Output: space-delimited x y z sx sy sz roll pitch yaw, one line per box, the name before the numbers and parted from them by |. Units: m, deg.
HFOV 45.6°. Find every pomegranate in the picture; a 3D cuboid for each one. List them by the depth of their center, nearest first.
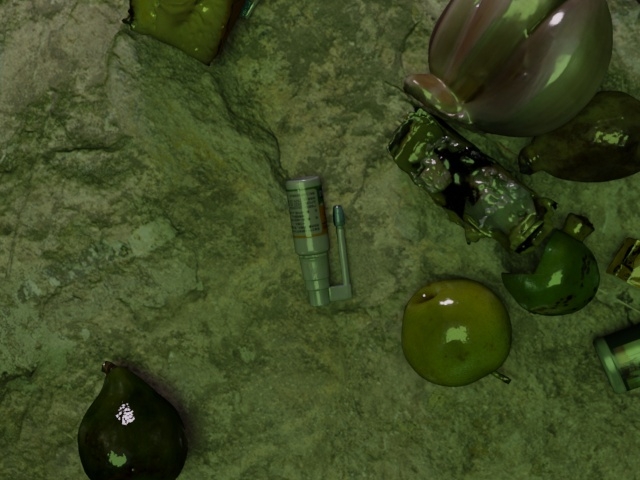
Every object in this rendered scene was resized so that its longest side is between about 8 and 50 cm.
pomegranate | 0.377 0.049 1.185 0.169 0.143 0.122 -40 60 5

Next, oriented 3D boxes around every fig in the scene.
fig | -0.342 0.329 1.360 0.196 0.195 0.244 -15 76 13

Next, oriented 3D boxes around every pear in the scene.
pear | 0.231 0.166 1.236 0.180 0.166 0.216 -38 113 2

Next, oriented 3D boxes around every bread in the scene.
bread | -0.204 -0.424 1.216 0.204 0.162 0.262 30 146 4

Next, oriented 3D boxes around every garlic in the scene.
garlic | 0.288 -0.288 1.126 0.325 0.132 0.279 -48 70 25

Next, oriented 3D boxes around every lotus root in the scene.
lotus root | 0.405 -0.152 1.155 0.214 0.138 0.138 -10 97 19

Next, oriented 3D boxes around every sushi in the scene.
sushi | 0.225 -0.082 1.194 0.291 0.131 0.139 39 101 13

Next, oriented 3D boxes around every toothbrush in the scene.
toothbrush | -0.066 -0.484 1.247 0.026 0.022 0.262 29 104 -7

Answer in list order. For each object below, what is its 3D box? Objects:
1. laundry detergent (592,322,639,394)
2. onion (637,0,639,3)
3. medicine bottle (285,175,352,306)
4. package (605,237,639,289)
laundry detergent | 0.557 0.163 1.205 0.226 0.070 0.099 -23 91 13
onion | 0.522 -0.460 1.031 0.256 0.272 0.230 -12 85 -20
medicine bottle | 0.000 0.000 1.299 0.092 0.061 0.220 -9 99 -7
package | 0.524 0.048 1.204 0.131 0.047 0.071 26 106 8
